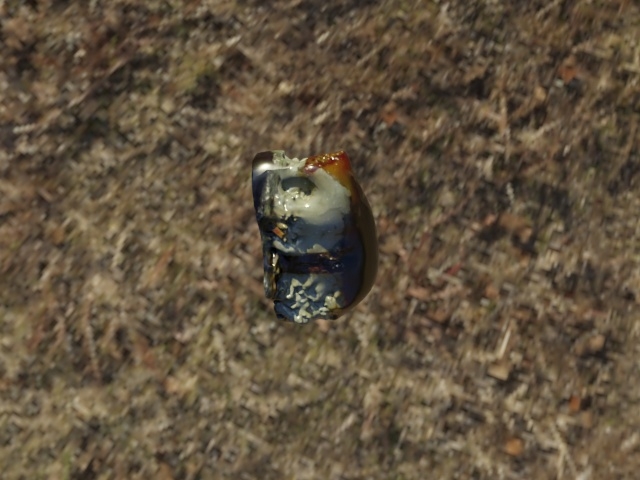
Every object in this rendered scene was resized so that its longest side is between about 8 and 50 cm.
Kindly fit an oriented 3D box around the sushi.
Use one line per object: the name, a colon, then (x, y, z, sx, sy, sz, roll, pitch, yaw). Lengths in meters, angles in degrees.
sushi: (0.000, 0.000, 0.594, 0.046, 0.044, 0.083, -3, 132, 8)
